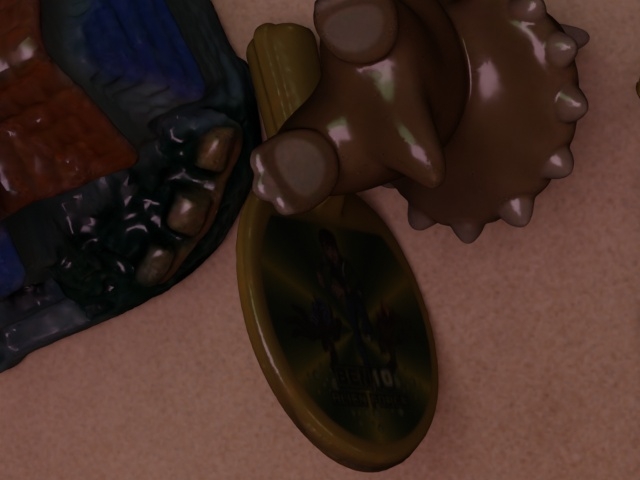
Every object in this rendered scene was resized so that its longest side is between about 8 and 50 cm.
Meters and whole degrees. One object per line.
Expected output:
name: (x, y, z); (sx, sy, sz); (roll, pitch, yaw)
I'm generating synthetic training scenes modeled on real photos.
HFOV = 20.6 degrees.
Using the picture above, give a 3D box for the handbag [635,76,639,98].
handbag: (0.345, -0.011, 1.125); (0.283, 0.133, 0.401); (1, 95, 18)

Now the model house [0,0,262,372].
model house: (-0.222, -0.055, 1.143); (0.295, 0.329, 0.252); (-23, 86, 15)

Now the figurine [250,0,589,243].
figurine: (0.082, -0.084, 1.109); (0.173, 0.247, 0.177); (25, 100, 6)

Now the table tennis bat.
table tennis bat: (0.000, 0.000, 1.183); (0.050, 0.198, 0.321); (-24, 67, 32)
